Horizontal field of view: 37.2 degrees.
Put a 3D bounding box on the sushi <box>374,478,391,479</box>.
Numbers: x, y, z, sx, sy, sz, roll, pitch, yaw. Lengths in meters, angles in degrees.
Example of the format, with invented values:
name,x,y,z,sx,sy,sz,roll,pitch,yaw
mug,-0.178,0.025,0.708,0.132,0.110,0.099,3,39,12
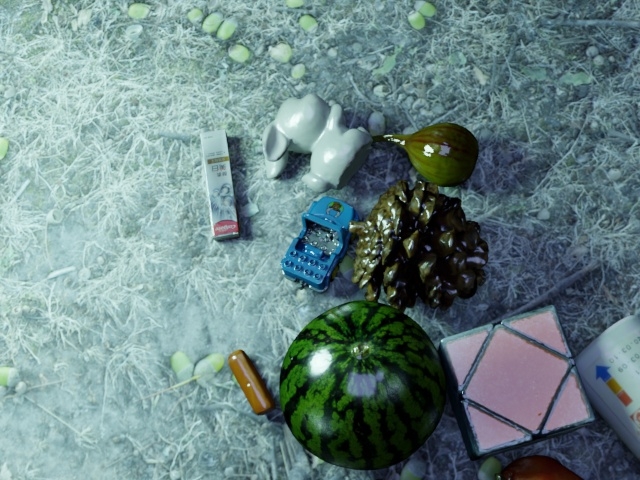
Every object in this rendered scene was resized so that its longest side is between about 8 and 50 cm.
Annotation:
name,x,y,z,sx,sy,sz,roll,pitch,yaw
sushi,0.053,0.525,1.566,0.215,0.227,0.213,-18,81,5

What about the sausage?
name,x,y,z,sx,sy,sz,roll,pitch,yaw
sausage,-0.129,0.259,1.748,0.039,0.041,0.131,-37,73,17

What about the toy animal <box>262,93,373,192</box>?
name,x,y,z,sx,sy,sz,roll,pitch,yaw
toy animal,-0.010,-0.180,1.818,0.193,0.127,0.179,28,81,9

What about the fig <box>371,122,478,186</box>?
name,x,y,z,sx,sy,sz,roll,pitch,yaw
fig,0.186,-0.180,1.817,0.236,0.124,0.124,19,77,22

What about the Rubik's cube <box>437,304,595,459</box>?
name,x,y,z,sx,sy,sz,roll,pitch,yaw
Rubik's cube,0.326,0.249,1.630,0.207,0.205,0.205,-19,73,1

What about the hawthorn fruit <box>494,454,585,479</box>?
name,x,y,z,sx,sy,sz,roll,pitch,yaw
hawthorn fruit,0.362,0.439,1.584,0.188,0.169,0.169,37,77,-29

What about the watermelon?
name,x,y,z,sx,sy,sz,roll,pitch,yaw
watermelon,0.071,0.244,1.613,0.285,0.285,0.285,-1,74,4

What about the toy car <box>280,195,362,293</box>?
name,x,y,z,sx,sy,sz,roll,pitch,yaw
toy car,0.000,0.000,1.779,0.097,0.100,0.191,23,73,14

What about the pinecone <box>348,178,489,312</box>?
name,x,y,z,sx,sy,sz,roll,pitch,yaw
pinecone,0.175,0.008,1.701,0.257,0.243,0.244,-4,72,-23

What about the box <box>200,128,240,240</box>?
name,x,y,z,sx,sy,sz,roll,pitch,yaw
box,-0.196,-0.108,1.857,0.055,0.039,0.218,-10,74,0

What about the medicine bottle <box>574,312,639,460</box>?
name,x,y,z,sx,sy,sz,roll,pitch,yaw
medicine bottle,0.569,0.281,1.600,0.170,0.170,0.293,-35,65,-5
